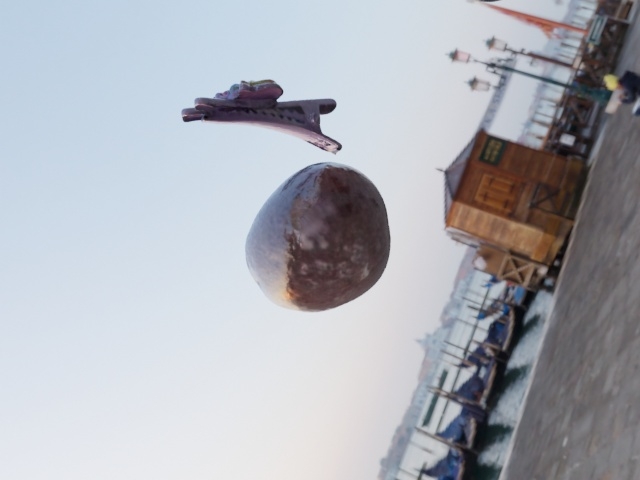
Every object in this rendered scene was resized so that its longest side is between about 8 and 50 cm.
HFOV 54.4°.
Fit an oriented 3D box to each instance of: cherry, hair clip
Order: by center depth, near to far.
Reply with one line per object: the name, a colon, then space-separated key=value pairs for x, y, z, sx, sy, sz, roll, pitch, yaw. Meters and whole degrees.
cherry: x=0.000 y=0.000 z=0.878 sx=0.213 sy=0.183 sz=0.266 roll=-35 pitch=-34 yaw=-24
hair clip: x=-0.088 y=-0.207 z=1.011 sx=0.278 sy=0.137 sz=0.090 roll=8 pitch=-101 yaw=-35
